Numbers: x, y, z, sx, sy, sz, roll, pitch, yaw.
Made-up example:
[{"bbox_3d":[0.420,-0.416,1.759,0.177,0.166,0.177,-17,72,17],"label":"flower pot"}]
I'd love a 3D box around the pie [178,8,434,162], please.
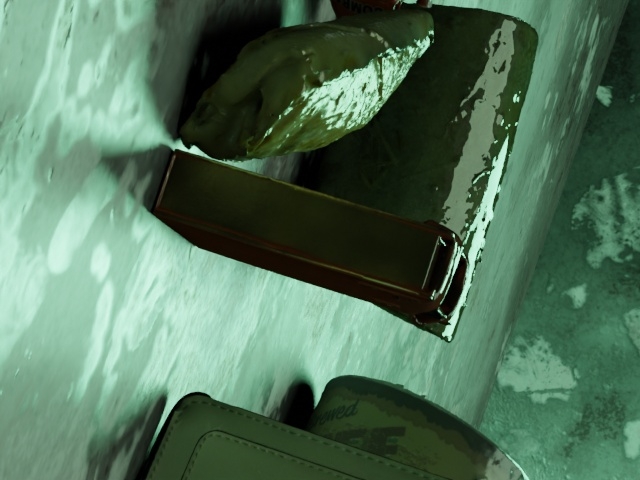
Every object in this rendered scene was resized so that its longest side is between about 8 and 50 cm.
[{"bbox_3d":[0.003,-0.105,1.256,0.128,0.068,0.282,-45,173,23],"label":"pie"}]

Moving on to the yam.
[{"bbox_3d":[0.077,-0.065,1.516,0.161,0.161,0.268,8,100,-77],"label":"yam"}]

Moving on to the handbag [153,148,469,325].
[{"bbox_3d":[0.000,0.000,1.184,0.127,0.190,0.062,47,61,-75],"label":"handbag"}]

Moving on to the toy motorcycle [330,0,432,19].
[{"bbox_3d":[0.058,-0.283,1.305,0.298,0.089,0.171,90,22,-54],"label":"toy motorcycle"}]

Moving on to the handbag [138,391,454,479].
[{"bbox_3d":[0.028,0.285,1.285,0.160,0.359,0.236,88,22,-59],"label":"handbag"}]

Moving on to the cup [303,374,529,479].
[{"bbox_3d":[0.026,0.293,1.747,0.257,0.227,0.301,-55,-169,-20],"label":"cup"}]
